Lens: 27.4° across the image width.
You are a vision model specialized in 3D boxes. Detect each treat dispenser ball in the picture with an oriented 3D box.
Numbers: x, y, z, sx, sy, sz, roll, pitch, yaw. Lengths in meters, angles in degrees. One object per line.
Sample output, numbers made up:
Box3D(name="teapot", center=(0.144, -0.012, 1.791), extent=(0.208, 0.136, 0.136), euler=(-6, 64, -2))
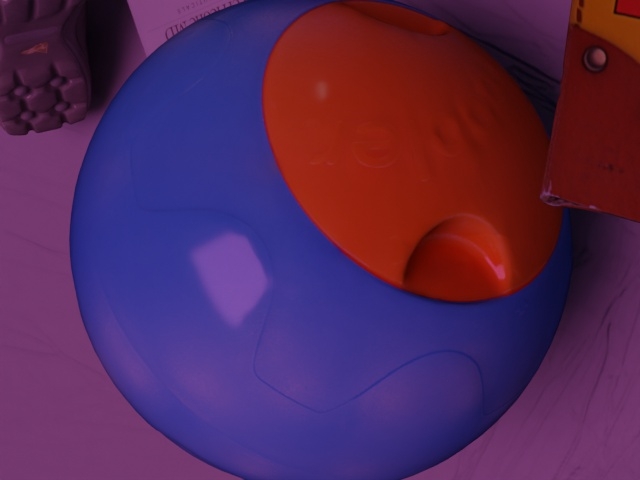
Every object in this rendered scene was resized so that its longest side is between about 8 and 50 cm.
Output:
Box3D(name="treat dispenser ball", center=(0.000, 0.000, 0.764), extent=(0.288, 0.288, 0.288), euler=(13, 112, 33))

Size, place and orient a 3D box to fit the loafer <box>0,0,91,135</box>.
Box3D(name="loafer", center=(-0.211, -0.191, 0.914), extent=(0.319, 0.112, 0.111), euler=(115, 139, -61))

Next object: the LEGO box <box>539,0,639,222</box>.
Box3D(name="LEGO box", center=(0.270, -0.261, 0.420), extent=(0.193, 0.372, 0.500), euler=(19, 115, 31))

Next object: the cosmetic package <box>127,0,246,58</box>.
Box3D(name="cosmetic package", center=(-0.089, -0.246, 0.880), extent=(0.117, 0.085, 0.231), euler=(-16, 94, 40))
